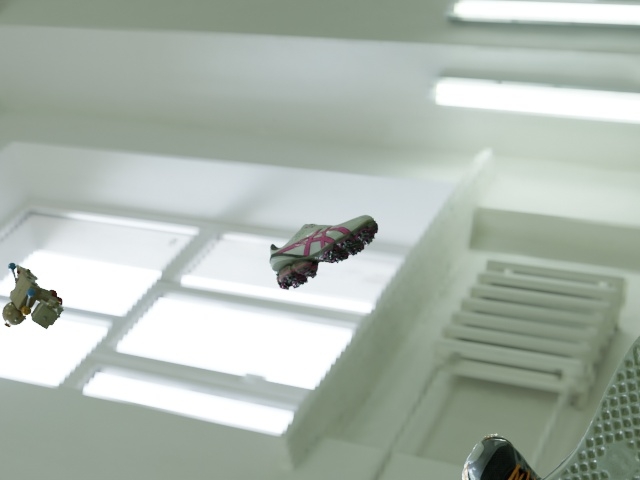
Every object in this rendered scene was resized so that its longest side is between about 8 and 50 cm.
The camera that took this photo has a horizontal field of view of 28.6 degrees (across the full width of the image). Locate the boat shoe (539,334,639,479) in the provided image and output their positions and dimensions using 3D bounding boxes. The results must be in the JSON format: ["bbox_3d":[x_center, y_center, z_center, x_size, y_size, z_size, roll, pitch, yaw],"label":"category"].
[{"bbox_3d":[0.353,0.309,1.490,0.156,0.187,0.500,9,-65,-48],"label":"boat shoe"}]

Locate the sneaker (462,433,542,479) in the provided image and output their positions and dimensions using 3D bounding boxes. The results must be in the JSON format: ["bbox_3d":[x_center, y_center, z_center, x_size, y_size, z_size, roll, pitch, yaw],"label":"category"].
[{"bbox_3d":[0.262,0.328,1.653,0.084,0.083,0.215,-53,-50,-9],"label":"sneaker"}]

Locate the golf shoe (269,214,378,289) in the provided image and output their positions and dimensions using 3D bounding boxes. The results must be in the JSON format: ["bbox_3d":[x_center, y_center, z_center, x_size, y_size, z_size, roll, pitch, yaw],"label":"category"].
[{"bbox_3d":[0.000,0.000,1.954,0.067,0.186,0.086,37,-152,-61],"label":"golf shoe"}]

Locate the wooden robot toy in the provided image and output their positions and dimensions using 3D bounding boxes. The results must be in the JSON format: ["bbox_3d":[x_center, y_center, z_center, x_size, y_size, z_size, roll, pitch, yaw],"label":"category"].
[{"bbox_3d":[-0.423,0.100,1.820,0.076,0.173,0.079,34,-87,-38],"label":"wooden robot toy"}]
